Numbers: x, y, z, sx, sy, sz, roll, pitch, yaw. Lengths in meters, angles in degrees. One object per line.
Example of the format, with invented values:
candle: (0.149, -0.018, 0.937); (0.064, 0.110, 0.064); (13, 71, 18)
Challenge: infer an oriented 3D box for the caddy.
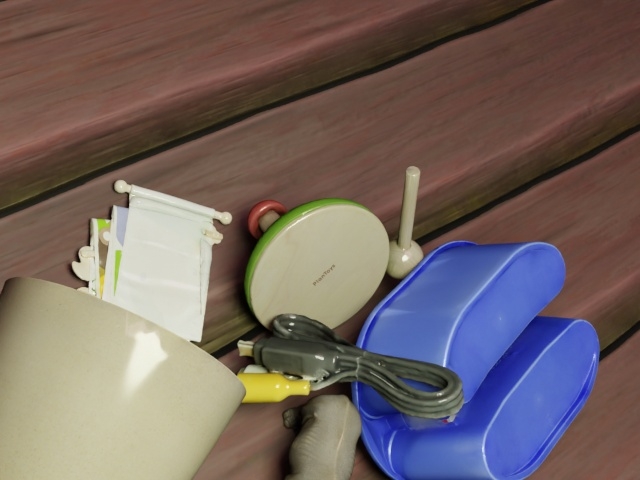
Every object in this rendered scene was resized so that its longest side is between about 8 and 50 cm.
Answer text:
caddy: (0.176, 0.143, 1.443); (0.341, 0.179, 0.241); (-41, 111, -39)

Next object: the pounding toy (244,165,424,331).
pounding toy: (0.000, 0.000, 1.441); (0.236, 0.183, 0.110); (-24, 42, -18)

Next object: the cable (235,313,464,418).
cable: (0.026, 0.146, 1.320); (0.287, 0.072, 0.139); (9, 27, 21)

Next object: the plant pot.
plant pot: (-0.239, 0.214, 1.132); (0.256, 0.256, 0.274); (29, 69, -14)

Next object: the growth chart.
growth chart: (-0.197, 0.037, 1.375); (0.172, 0.021, 0.237); (22, 56, -19)

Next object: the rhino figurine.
rhino figurine: (-0.010, 0.268, 1.292); (0.073, 0.106, 0.243); (29, 47, -20)
